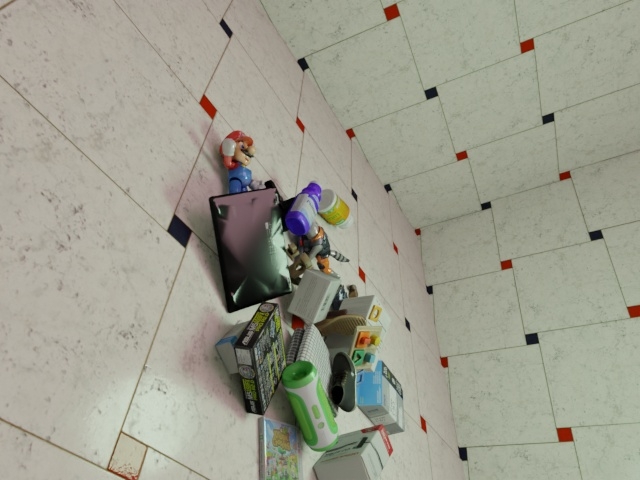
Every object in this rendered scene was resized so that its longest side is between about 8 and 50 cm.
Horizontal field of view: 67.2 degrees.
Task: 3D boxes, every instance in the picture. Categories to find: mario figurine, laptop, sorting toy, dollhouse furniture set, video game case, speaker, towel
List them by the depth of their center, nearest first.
[{"bbox_3d":[-0.121,0.672,1.517,0.212,0.023,0.193,41,34,-48],"label":"video game case"},{"bbox_3d":[-0.032,0.552,1.600,0.131,0.131,0.296,-61,137,-62],"label":"speaker"},{"bbox_3d":[-0.241,0.010,1.733,0.408,0.236,0.381,-15,100,-40],"label":"laptop"},{"bbox_3d":[-0.029,0.486,1.774,0.235,0.121,0.283,-73,140,-66],"label":"towel"},{"bbox_3d":[-0.285,-0.270,1.808,0.198,0.170,0.320,129,-44,-68],"label":"mario figurine"},{"bbox_3d":[0.181,0.425,1.895,0.196,0.047,0.347,11,95,-51],"label":"sorting toy"},{"bbox_3d":[-0.117,0.077,1.941,0.161,0.101,0.182,51,-9,19],"label":"dollhouse furniture set"}]

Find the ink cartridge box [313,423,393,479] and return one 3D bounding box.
[{"bbox_3d":[0.123,0.786,1.733,0.273,0.197,0.114,-8,75,-67],"label":"ink cartridge box"}]

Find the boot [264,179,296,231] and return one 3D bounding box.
[{"bbox_3d":[-0.172,-0.181,2.092,0.207,0.094,0.246,60,29,-27],"label":"boot"}]

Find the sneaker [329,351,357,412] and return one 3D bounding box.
[{"bbox_3d":[0.078,0.496,1.739,0.118,0.083,0.222,50,25,-52],"label":"sneaker"}]

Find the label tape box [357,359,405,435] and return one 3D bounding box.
[{"bbox_3d":[0.272,0.707,2.253,0.347,0.115,0.249,56,25,-31],"label":"label tape box"}]

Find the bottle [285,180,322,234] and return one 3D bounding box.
[{"bbox_3d":[-0.062,-0.151,2.081,0.118,0.092,0.282,63,35,-34],"label":"bottle"}]

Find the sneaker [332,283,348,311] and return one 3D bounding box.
[{"bbox_3d":[0.119,0.289,2.327,0.226,0.086,0.163,5,68,-64],"label":"sneaker"}]

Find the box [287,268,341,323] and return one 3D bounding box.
[{"bbox_3d":[-0.020,0.215,1.897,0.180,0.119,0.182,-67,165,3],"label":"box"}]

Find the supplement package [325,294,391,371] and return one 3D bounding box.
[{"bbox_3d":[0.166,0.410,2.118,0.175,0.178,0.293,56,41,-28],"label":"supplement package"}]

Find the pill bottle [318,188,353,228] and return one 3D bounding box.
[{"bbox_3d":[0.078,-0.159,2.581,0.246,0.136,0.136,40,35,-48],"label":"pill bottle"}]

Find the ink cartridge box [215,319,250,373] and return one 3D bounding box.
[{"bbox_3d":[-0.243,0.323,1.512,0.104,0.062,0.181,66,22,-10],"label":"ink cartridge box"}]

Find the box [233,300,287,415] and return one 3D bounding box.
[{"bbox_3d":[-0.176,0.359,1.472,0.216,0.060,0.270,-62,152,-56],"label":"box"}]

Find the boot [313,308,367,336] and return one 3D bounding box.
[{"bbox_3d":[0.089,0.326,2.016,0.207,0.249,0.090,-46,118,-68],"label":"boot"}]

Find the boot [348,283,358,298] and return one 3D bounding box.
[{"bbox_3d":[0.178,0.286,2.528,0.087,0.042,0.118,40,41,-62],"label":"boot"}]

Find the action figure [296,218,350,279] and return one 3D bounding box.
[{"bbox_3d":[0.000,0.000,2.221,0.330,0.179,0.341,57,26,-48],"label":"action figure"}]
